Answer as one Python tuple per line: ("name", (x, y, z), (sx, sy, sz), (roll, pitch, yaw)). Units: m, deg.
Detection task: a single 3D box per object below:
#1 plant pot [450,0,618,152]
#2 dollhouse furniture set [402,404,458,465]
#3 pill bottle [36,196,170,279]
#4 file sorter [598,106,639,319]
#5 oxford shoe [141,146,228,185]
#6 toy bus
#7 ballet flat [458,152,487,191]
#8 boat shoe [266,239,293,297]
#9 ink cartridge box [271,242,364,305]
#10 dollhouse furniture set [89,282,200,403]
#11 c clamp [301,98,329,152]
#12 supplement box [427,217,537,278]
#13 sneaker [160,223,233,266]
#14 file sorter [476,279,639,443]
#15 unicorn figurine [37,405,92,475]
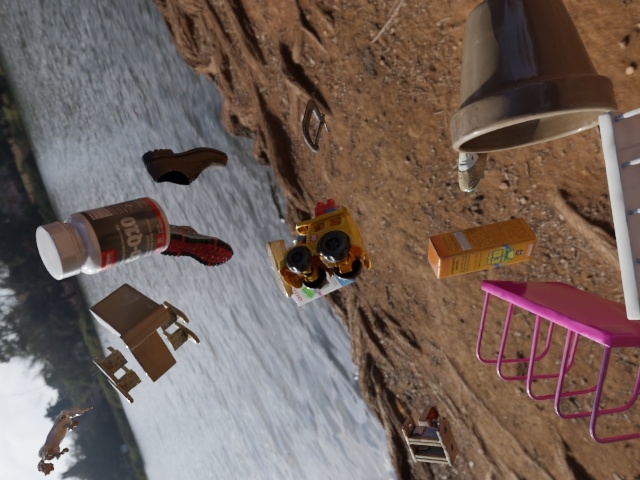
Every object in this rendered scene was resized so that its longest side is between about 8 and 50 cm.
("plant pot", (0.342, -0.292, 0.807), (0.263, 0.263, 0.229), (-13, 86, 63))
("dollhouse furniture set", (0.365, 0.587, 1.476), (0.129, 0.183, 0.129), (-13, 104, 37))
("pill bottle", (-0.554, -0.007, 1.209), (0.161, 0.283, 0.161), (18, 118, 37))
("file sorter", (0.510, -0.047, 0.587), (0.173, 0.192, 0.278), (163, 104, -66))
("oxford shoe", (-0.336, -0.183, 1.206), (0.083, 0.227, 0.096), (-45, 67, 49))
("toy bus", (0.000, 0.000, 1.213), (0.149, 0.220, 0.211), (53, -159, -56))
("ballet flat", (0.368, -0.213, 1.128), (0.067, 0.206, 0.073), (38, 153, -25))
("boat shoe", (-0.100, 0.078, 1.321), (0.063, 0.059, 0.170), (5, 113, 67))
("ink cartridge box", (-0.001, 0.079, 1.757), (0.270, 0.197, 0.198), (-29, 102, 30))
("dollhouse furniture set", (-0.400, 0.240, 1.086), (0.161, 0.212, 0.242), (19, 139, 38))
("c clamp", (-0.010, -0.293, 1.221), (0.022, 0.161, 0.137), (-3, 138, 22))
("supplement box", (0.375, 0.018, 1.093), (0.080, 0.233, 0.078), (-107, 5, -46))
("sneaker", (-0.402, -0.004, 1.494), (0.104, 0.261, 0.125), (-58, 33, 22))
("file sorter", (0.452, 0.198, 0.842), (0.290, 0.202, 0.182), (-149, 63, -68))
("unicorn figurine", (-0.533, 0.393, 0.961), (0.060, 0.162, 0.111), (45, 137, -16))
